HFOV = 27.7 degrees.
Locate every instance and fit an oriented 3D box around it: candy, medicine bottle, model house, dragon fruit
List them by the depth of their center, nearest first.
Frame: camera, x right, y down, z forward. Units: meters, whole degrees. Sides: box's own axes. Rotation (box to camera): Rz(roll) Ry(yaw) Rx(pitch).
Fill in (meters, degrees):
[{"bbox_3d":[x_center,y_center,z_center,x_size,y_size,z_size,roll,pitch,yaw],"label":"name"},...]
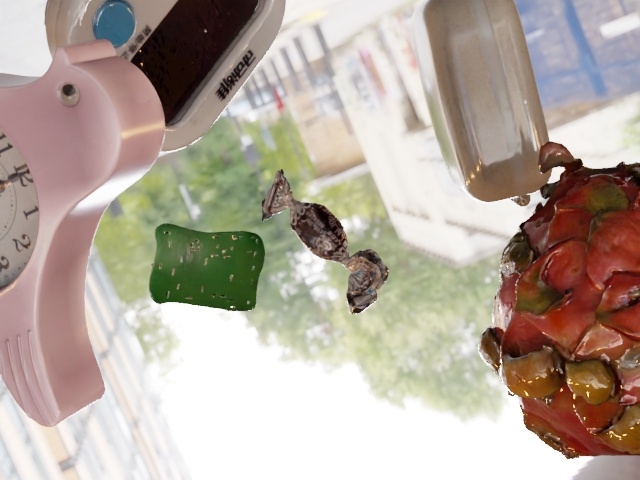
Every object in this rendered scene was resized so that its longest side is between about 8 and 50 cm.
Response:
[{"bbox_3d":[0.284,0.087,1.234,0.296,0.314,0.263,-57,177,17],"label":"dragon fruit"},{"bbox_3d":[0.189,-0.183,1.578,0.123,0.282,0.375,-13,-173,5],"label":"medicine bottle"},{"bbox_3d":[0.000,0.000,1.751,0.094,0.226,0.051,-45,163,12],"label":"candy"},{"bbox_3d":[-0.173,0.035,1.825,0.167,0.117,0.088,4,-177,-26],"label":"model house"}]

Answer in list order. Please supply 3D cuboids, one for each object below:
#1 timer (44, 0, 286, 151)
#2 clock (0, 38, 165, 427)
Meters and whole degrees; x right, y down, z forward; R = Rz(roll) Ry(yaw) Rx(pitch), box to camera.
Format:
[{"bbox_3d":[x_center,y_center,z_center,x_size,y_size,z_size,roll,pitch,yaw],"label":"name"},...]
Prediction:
[{"bbox_3d":[-0.160,-0.237,1.352,0.087,0.237,0.262,23,-109,39],"label":"timer"},{"bbox_3d":[-0.235,0.001,1.024,0.275,0.290,0.080,-18,-174,21],"label":"clock"}]
